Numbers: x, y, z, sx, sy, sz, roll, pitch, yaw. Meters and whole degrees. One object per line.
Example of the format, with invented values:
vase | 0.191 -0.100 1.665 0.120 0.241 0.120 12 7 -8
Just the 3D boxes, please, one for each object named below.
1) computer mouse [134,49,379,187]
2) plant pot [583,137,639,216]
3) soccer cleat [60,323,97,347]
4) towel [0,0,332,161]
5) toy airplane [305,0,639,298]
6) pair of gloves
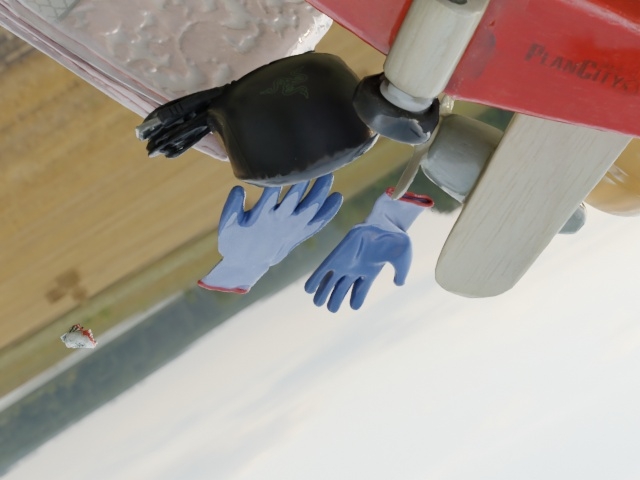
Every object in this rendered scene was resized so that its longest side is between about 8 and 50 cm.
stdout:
computer mouse | -0.042 -0.109 1.098 0.189 0.072 0.272 -24 -161 -11
plant pot | 0.331 -0.145 1.307 0.205 0.205 0.188 -33 -177 -34
soccer cleat | -0.334 0.137 1.928 0.036 0.029 0.083 -33 -156 -18
towel | -0.151 -0.262 1.434 0.053 0.317 0.331 -54 -176 47
toy airplane | 0.199 -0.158 0.986 0.386 0.384 0.272 -23 -143 10
pair of gloves | 0.000 0.000 1.161 0.198 0.023 0.159 10 136 -28
